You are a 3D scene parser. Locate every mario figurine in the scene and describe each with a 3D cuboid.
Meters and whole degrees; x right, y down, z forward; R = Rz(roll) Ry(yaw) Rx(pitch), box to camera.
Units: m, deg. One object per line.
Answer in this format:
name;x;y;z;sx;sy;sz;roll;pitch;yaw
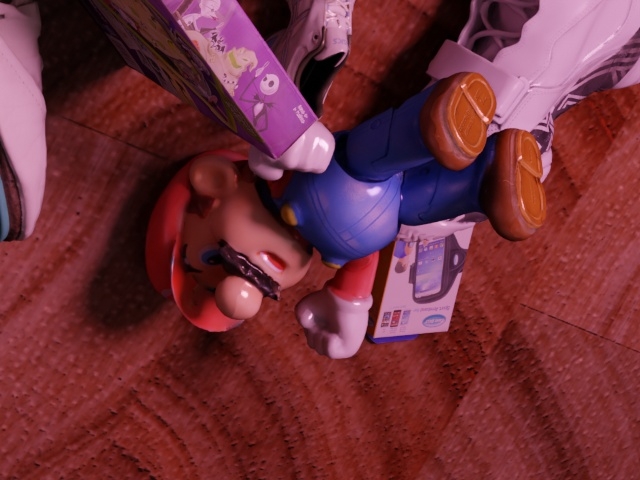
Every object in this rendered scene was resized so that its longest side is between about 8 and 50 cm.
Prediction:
mario figurine;0.000;0.000;1.398;0.170;0.320;0.198;-30;99;-54

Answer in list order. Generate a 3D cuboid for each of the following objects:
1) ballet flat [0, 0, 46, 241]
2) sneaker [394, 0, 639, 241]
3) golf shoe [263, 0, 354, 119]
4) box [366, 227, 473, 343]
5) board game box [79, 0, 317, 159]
ballet flat;-0.259;-0.169;1.250;0.139;0.139;0.400;-37;129;-11
sneaker;0.143;-0.171;1.506;0.366;0.137;0.210;-38;130;-17
golf shoe;0.007;-0.169;1.444;0.069;0.086;0.176;8;109;-35
box;0.082;0.030;1.645;0.081;0.028;0.136;-4;115;-33
board game box;-0.149;-0.210;1.235;0.056;0.208;0.347;-42;131;-7
